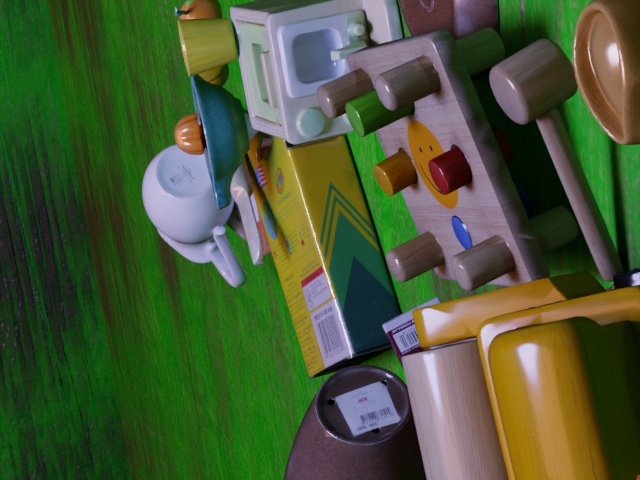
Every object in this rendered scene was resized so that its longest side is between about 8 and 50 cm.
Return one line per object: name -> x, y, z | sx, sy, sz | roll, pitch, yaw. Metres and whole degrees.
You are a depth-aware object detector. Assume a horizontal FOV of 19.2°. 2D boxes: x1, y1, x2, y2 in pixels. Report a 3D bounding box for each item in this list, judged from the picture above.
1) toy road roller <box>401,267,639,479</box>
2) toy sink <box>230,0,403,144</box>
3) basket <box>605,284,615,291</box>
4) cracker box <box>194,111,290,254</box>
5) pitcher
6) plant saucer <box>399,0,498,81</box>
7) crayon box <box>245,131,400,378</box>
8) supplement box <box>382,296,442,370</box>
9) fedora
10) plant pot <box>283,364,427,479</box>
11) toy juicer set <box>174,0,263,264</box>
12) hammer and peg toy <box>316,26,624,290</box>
toy road roller -> 0.187, 0.131, 1.516 | 0.329, 0.240, 0.202 | -15, 85, 35
toy sink -> -0.005, -0.199, 2.150 | 0.234, 0.131, 0.152 | -154, 51, -67
basket -> 0.254, 0.213, 1.764 | 0.213, 0.223, 0.299 | 20, -130, -71
cracker box -> -0.101, -0.088, 2.624 | 0.232, 0.067, 0.155 | -146, 45, -63
pitcher -> -0.161, -0.032, 2.578 | 0.178, 0.125, 0.207 | 46, 163, 18
plant saucer -> 0.119, -0.253, 1.897 | 0.198, 0.036, 0.198 | 165, 90, -71
crayon box -> 0.000, 0.000, 2.369 | 0.202, 0.081, 0.318 | 144, 110, -71
supplement box -> 0.156, 0.192, 2.007 | 0.239, 0.073, 0.130 | 64, -179, 33
fedora -> 0.255, -0.140, 1.508 | 0.194, 0.079, 0.194 | 165, 90, -72
plant pot -> 0.054, 0.251, 2.142 | 0.230, 0.215, 0.215 | 86, 160, -50
toy juicer set -> -0.142, -0.150, 2.355 | 0.209, 0.089, 0.329 | -112, 11, -60
hammer and peg toy -> 0.135, -0.068, 1.775 | 0.266, 0.127, 0.361 | 67, 165, -9
